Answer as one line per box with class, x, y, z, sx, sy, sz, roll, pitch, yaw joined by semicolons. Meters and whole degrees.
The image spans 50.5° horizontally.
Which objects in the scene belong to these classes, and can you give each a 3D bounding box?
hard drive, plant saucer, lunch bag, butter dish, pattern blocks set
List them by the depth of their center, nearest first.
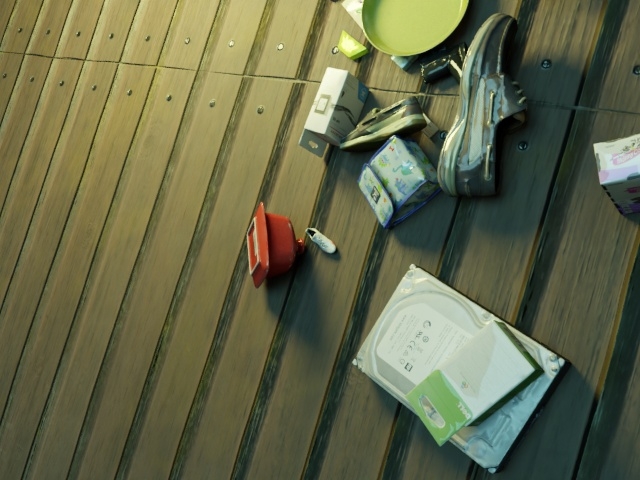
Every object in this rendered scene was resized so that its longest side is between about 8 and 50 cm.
hard drive;0.245;0.225;1.246;0.339;0.064;0.236;35;98;33
lunch bag;0.152;-0.116;1.379;0.151;0.096;0.128;-45;60;32
plant saucer;0.202;-0.498;1.443;0.241;0.037;0.240;-6;77;25
butter dish;-0.092;0.012;1.490;0.160;0.118;0.160;126;140;-65
pattern blocks set;0.144;-0.533;1.526;0.325;0.026;0.285;40;100;33

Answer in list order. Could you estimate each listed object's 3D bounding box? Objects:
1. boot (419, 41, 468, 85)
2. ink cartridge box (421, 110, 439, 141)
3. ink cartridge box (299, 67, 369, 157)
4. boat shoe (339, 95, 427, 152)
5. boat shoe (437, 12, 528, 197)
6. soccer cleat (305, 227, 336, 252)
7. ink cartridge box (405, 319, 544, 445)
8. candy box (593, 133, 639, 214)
boot;0.257;-0.347;1.395;0.099;0.045;0.121;-15;63;26
ink cartridge box;0.211;-0.242;1.394;0.028;0.048;0.083;-43;60;16
ink cartridge box;0.031;-0.271;1.483;0.060;0.104;0.180;21;90;33
boat shoe;0.126;-0.238;1.406;0.224;0.080;0.073;-13;80;49
boat shoe;0.330;-0.246;1.288;0.130;0.132;0.355;16;95;25
soccer cleat;0.000;0.000;1.474;0.083;0.036;0.029;43;102;33
ink cartridge box;0.260;0.244;1.155;0.209;0.062;0.109;-45;59;16
candy box;0.536;-0.109;1.065;0.165;0.196;0.070;-11;72;30
